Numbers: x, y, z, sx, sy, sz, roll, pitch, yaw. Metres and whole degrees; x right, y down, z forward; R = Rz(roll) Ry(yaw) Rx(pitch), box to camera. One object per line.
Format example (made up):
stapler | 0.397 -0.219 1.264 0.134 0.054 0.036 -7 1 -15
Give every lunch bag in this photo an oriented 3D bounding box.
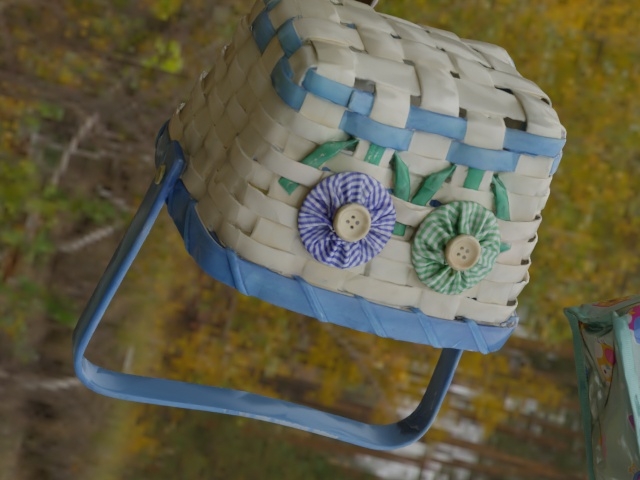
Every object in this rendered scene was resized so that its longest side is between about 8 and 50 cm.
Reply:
lunch bag | 0.321 0.160 1.213 0.160 0.223 0.262 170 -89 -80

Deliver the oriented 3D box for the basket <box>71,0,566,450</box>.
basket | 0.000 0.000 1.003 0.201 0.254 0.289 -108 -143 -51

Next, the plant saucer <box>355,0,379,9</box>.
plant saucer | 0.016 -0.285 1.551 0.198 0.036 0.199 -3 -93 53
